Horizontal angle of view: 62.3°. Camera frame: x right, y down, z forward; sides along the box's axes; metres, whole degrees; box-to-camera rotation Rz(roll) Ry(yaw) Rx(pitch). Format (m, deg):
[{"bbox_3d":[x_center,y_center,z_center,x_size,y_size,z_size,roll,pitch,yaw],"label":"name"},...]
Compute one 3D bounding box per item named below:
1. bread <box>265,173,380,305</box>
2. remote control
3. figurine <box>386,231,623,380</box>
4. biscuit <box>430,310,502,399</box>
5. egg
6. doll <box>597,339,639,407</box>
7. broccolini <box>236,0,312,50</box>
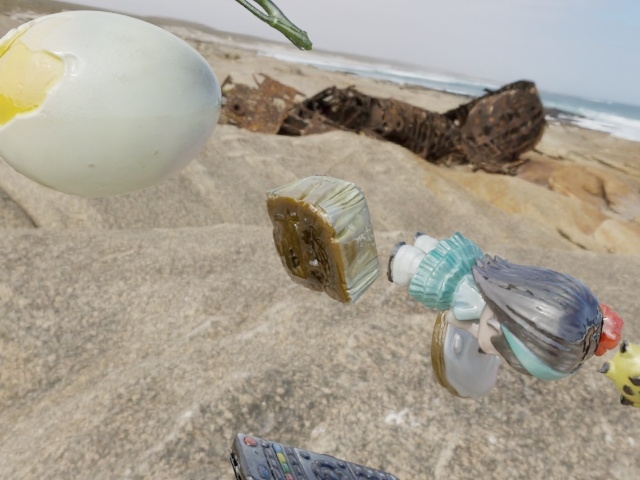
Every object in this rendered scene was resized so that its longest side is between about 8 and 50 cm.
[{"bbox_3d":[-0.001,-0.001,0.956,0.110,0.210,0.192,-32,34,-34],"label":"bread"},{"bbox_3d":[0.028,0.420,0.895,0.398,0.062,0.144,25,5,-24],"label":"remote control"},{"bbox_3d":[0.194,0.058,0.592,0.138,0.110,0.245,-23,37,-33],"label":"figurine"},{"bbox_3d":[0.265,0.169,0.910,0.181,0.208,0.049,24,-10,-38],"label":"biscuit"},{"bbox_3d":[-0.329,-0.208,0.830,0.345,0.283,0.283,-3,19,3],"label":"egg"},{"bbox_3d":[0.544,0.230,0.761,0.291,0.117,0.086,27,32,-3],"label":"doll"},{"bbox_3d":[-0.091,-0.281,0.612,0.201,0.074,0.058,46,-9,-6],"label":"broccolini"}]
